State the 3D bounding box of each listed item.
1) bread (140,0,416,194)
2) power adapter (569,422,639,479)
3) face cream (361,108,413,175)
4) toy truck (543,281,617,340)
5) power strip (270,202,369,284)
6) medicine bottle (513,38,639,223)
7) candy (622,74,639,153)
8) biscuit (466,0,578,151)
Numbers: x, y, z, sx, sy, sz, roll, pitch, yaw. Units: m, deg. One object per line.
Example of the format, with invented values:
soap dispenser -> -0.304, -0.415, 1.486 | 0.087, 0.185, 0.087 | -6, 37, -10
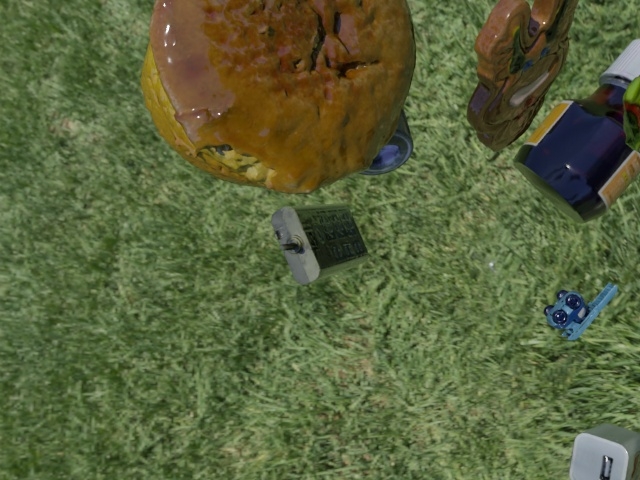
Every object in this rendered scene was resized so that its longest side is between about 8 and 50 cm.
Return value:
bread -> -0.034, -0.163, 0.654 | 0.145, 0.268, 0.269 | -3, 77, 58
power adapter -> 0.678, 0.497, 1.697 | 0.125, 0.204, 0.130 | 11, 98, 42
face cream -> 0.040, -0.202, 0.826 | 0.073, 0.073, 0.284 | -26, 54, 23
toy truck -> 0.489, 0.118, 1.393 | 0.074, 0.063, 0.136 | 39, 95, -8
power strip -> 0.000, 0.000, 0.921 | 0.034, 0.268, 0.092 | -24, 86, 19
medicine bottle -> 0.634, -0.243, 1.619 | 0.395, 0.242, 0.242 | -46, 61, 3
candy -> 0.305, -0.167, 0.441 | 0.083, 0.091, 0.305 | 35, 109, -9
biscuit -> 0.305, -0.255, 1.114 | 0.202, 0.334, 0.047 | -36, 63, -16
